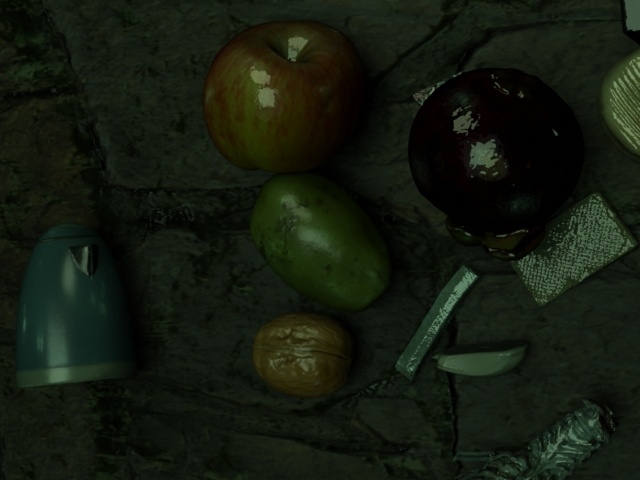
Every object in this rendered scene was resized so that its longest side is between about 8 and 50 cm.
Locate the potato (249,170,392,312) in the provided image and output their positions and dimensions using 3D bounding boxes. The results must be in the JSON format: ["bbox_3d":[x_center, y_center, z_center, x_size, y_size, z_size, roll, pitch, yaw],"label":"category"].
[{"bbox_3d":[-0.002,0.002,1.707,0.216,0.216,0.304,-41,80,22],"label":"potato"}]

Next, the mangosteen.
[{"bbox_3d":[0.288,-0.135,1.525,0.311,0.311,0.311,2,94,26],"label":"mangosteen"}]

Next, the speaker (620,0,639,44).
[{"bbox_3d":[0.589,-0.404,1.382,0.254,0.232,0.184,-4,93,27],"label":"speaker"}]

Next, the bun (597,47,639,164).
[{"bbox_3d":[0.560,-0.218,1.473,0.222,0.127,0.222,9,105,34],"label":"bun"}]

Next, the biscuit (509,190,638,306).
[{"bbox_3d":[0.431,0.015,1.593,0.199,0.040,0.121,-38,76,24],"label":"biscuit"}]

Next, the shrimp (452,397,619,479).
[{"bbox_3d":[0.349,0.425,1.605,0.410,0.166,0.221,-42,73,9],"label":"shrimp"}]

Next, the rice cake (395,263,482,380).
[{"bbox_3d":[0.215,0.151,1.705,0.045,0.042,0.245,37,109,22],"label":"rice cake"}]

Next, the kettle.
[{"bbox_3d":[-0.547,0.138,1.986,0.319,0.247,0.342,-16,78,51],"label":"kettle"}]

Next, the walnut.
[{"bbox_3d":[-0.033,0.219,1.767,0.197,0.165,0.165,-5,91,26],"label":"walnut"}]

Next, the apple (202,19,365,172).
[{"bbox_3d":[-0.068,-0.248,1.694,0.302,0.301,0.301,2,94,26],"label":"apple"}]

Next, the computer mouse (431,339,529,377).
[{"bbox_3d":[0.285,0.217,1.650,0.182,0.089,0.056,-8,91,28],"label":"computer mouse"}]

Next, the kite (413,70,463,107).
[{"bbox_3d":[0.237,-0.243,1.687,0.157,0.011,0.139,21,105,24],"label":"kite"}]
